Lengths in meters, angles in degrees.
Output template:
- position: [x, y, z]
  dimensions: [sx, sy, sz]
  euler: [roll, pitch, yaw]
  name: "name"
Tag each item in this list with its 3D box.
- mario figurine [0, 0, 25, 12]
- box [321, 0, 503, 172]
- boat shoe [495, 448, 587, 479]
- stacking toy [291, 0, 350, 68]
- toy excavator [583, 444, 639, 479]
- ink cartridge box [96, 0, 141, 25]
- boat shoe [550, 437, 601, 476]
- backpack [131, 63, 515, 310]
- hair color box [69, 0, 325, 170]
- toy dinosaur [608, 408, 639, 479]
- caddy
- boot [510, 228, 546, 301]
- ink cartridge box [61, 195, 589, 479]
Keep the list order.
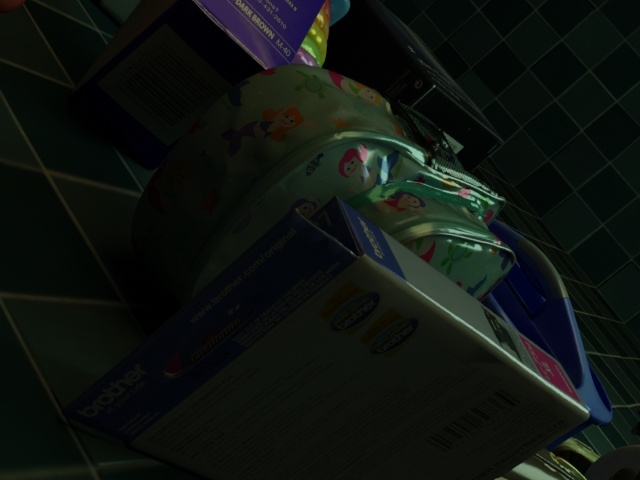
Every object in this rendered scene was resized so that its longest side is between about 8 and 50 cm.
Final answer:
- position: [-0.335, -0.261, 0.753]
  dimensions: [0.320, 0.170, 0.198]
  euler: [41, 50, 11]
  name: "mario figurine"
- position: [0.107, -0.247, 1.723]
  dimensions: [0.294, 0.182, 0.296]
  euler: [55, 17, 28]
  name: "box"
- position: [0.184, 0.232, 0.899]
  dimensions: [0.324, 0.116, 0.097]
  euler: [33, 36, -31]
  name: "boat shoe"
- position: [-0.055, -0.226, 1.350]
  dimensions: [0.165, 0.175, 0.302]
  euler: [35, 34, -38]
  name: "stacking toy"
- position: [0.452, 0.434, 1.021]
  dimensions: [0.222, 0.445, 0.433]
  euler: [30, 65, -51]
  name: "toy excavator"
- position: [-0.179, -0.310, 1.149]
  dimensions: [0.208, 0.153, 0.087]
  euler: [44, 14, -20]
  name: "ink cartridge box"
- position: [0.340, 0.290, 1.312]
  dimensions: [0.153, 0.056, 0.048]
  euler: [35, 24, -19]
  name: "boat shoe"
- position: [0.000, 0.000, 0.774]
  dimensions: [0.253, 0.225, 0.191]
  euler: [25, 23, -47]
  name: "backpack"
- position: [-0.071, -0.236, 0.955]
  dimensions: [0.110, 0.185, 0.339]
  euler: [41, 47, -22]
  name: "hair color box"
- position: [0.230, 0.223, 0.734]
  dimensions: [0.121, 0.313, 0.160]
  euler: [46, 9, -37]
  name: "toy dinosaur"
- position: [0.182, 0.082, 1.149]
  dimensions: [0.241, 0.179, 0.341]
  euler: [32, 22, -48]
  name: "caddy"
- position: [0.236, 0.002, 1.715]
  dimensions: [0.280, 0.096, 0.264]
  euler: [33, 29, -25]
  name: "boot"
- position: [0.014, 0.091, 0.657]
  dimensions: [0.311, 0.185, 0.065]
  euler: [33, 24, -42]
  name: "ink cartridge box"
